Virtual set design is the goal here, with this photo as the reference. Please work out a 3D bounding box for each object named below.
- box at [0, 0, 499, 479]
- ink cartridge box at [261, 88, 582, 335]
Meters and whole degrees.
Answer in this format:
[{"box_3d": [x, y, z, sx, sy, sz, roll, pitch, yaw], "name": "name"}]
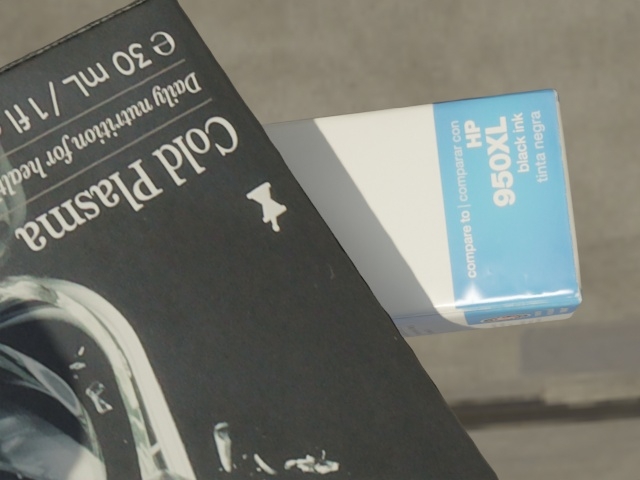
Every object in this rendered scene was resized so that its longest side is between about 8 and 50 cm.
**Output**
[{"box_3d": [-0.180, 0.190, 0.991, 0.480, 0.472, 0.297, -35, -178, -40], "name": "box"}, {"box_3d": [0.000, 0.000, 1.417, 0.395, 0.166, 0.285, -7, 175, 5], "name": "ink cartridge box"}]
